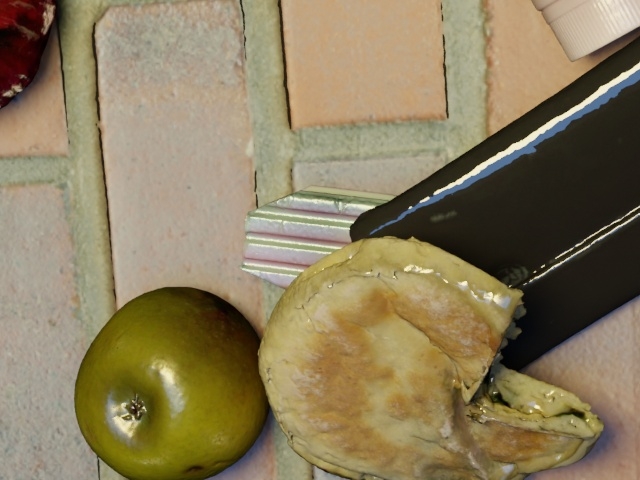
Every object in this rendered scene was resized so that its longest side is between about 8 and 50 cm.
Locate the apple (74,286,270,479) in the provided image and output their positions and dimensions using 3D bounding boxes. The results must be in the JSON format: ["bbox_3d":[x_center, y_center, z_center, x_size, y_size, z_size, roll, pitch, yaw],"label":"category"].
[{"bbox_3d":[-0.144,0.145,1.394,0.196,0.157,0.196,3,98,20],"label":"apple"}]

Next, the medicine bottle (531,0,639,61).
[{"bbox_3d":[0.213,-0.293,1.258,0.133,0.133,0.249,-28,94,15],"label":"medicine bottle"}]

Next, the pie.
[{"bbox_3d":[0.087,0.129,1.316,0.337,0.075,0.337,11,136,11],"label":"pie"}]

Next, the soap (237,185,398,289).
[{"bbox_3d":[0.000,0.000,1.389,0.149,0.056,0.100,6,101,10],"label":"soap"}]

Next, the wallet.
[{"bbox_3d":[0.248,-0.036,1.295,0.406,0.062,0.228,-33,116,16],"label":"wallet"}]

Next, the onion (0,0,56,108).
[{"bbox_3d":[-0.379,-0.220,1.349,0.252,0.219,0.252,0,92,6],"label":"onion"}]
